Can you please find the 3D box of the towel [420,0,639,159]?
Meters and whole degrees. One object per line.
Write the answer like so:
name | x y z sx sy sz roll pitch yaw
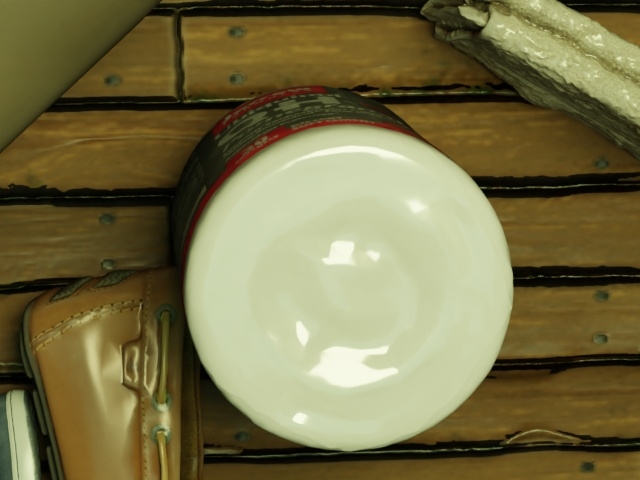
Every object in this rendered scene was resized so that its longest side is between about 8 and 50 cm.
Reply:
towel | 0.200 -0.086 1.192 0.282 0.187 0.049 28 93 -9

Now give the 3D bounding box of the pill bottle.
pill bottle | 0.000 0.000 1.120 0.176 0.318 0.176 -1 101 -6

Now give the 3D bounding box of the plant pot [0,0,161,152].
plant pot | -0.237 -0.175 1.075 0.323 0.323 0.280 32 103 -11

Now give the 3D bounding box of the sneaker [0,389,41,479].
sneaker | -0.268 0.207 1.250 0.163 0.086 0.226 4 101 -9

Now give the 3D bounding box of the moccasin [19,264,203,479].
moccasin | -0.091 0.204 1.252 0.147 0.139 0.380 -10 92 5
